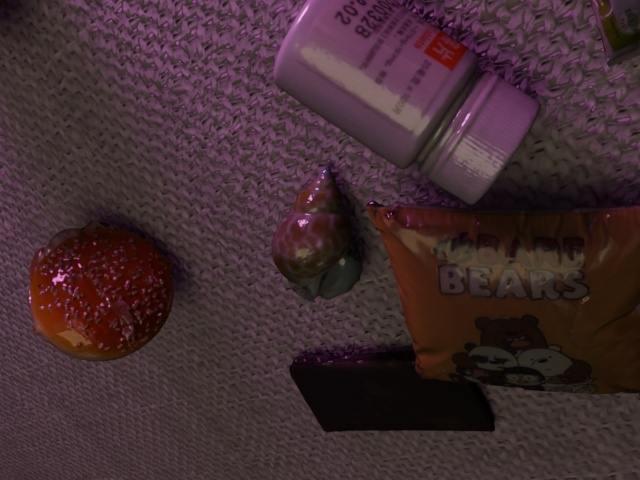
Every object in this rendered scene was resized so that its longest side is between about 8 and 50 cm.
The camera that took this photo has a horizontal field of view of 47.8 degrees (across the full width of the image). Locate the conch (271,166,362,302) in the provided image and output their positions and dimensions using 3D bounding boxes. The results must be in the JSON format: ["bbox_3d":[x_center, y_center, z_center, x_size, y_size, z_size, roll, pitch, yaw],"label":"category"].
[{"bbox_3d":[-0.008,0.007,0.961,0.116,0.106,0.173,-14,137,15],"label":"conch"}]

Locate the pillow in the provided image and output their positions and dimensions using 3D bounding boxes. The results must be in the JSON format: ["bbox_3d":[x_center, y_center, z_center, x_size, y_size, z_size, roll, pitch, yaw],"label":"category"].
[{"bbox_3d":[0.232,0.075,0.853,0.310,0.119,0.312,3,132,24],"label":"pillow"}]

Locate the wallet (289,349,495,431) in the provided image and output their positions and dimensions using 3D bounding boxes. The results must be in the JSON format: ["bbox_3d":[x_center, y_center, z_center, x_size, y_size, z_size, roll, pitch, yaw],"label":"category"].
[{"bbox_3d":[0.101,0.236,1.117,0.310,0.042,0.165,-10,120,35],"label":"wallet"}]

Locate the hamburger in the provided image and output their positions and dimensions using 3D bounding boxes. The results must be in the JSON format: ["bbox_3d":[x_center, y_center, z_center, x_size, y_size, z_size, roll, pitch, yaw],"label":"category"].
[{"bbox_3d":[-0.347,0.084,1.138,0.237,0.237,0.147,27,150,8],"label":"hamburger"}]

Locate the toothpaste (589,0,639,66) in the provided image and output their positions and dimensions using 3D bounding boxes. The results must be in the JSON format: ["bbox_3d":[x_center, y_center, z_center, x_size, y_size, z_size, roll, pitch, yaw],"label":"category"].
[{"bbox_3d":[0.245,-0.269,0.634,0.078,0.047,0.248,-14,119,42],"label":"toothpaste"}]

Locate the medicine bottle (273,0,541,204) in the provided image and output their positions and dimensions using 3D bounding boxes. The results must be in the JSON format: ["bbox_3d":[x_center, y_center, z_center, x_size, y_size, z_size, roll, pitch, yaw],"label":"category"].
[{"bbox_3d":[0.087,-0.153,0.747,0.252,0.144,0.144,36,135,4],"label":"medicine bottle"}]
